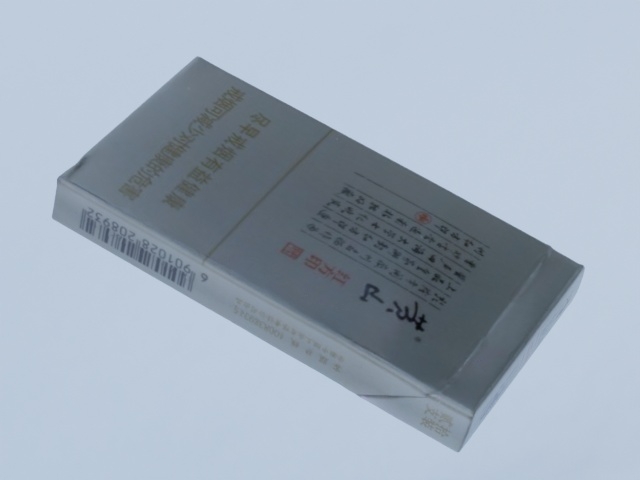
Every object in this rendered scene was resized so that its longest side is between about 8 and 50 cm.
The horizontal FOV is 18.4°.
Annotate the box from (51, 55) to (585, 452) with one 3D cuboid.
[{"bbox_3d":[0.000,0.001,1.516,0.365,0.051,0.204,29,44,14],"label":"box"}]
